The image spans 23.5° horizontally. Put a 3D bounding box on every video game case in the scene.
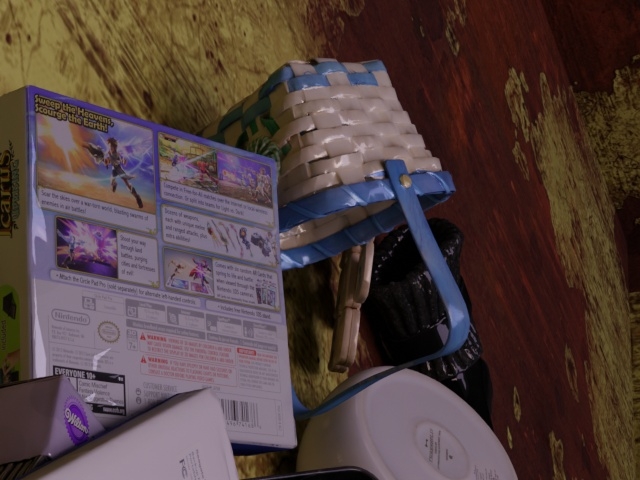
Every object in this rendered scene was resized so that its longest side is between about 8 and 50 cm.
[{"bbox_3d":[-0.135,0.033,1.166,0.269,0.061,0.244,15,66,-48],"label":"video game case"}]

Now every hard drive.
[{"bbox_3d":[-0.109,0.224,0.959,0.319,0.040,0.210,-18,95,-74],"label":"hard drive"}]

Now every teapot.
[{"bbox_3d":[0.065,0.261,1.552,0.256,0.187,0.252,-7,56,-53],"label":"teapot"}]

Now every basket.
[{"bbox_3d":[0.000,0.000,1.394,0.201,0.255,0.289,-15,78,-44],"label":"basket"}]

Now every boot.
[{"bbox_3d":[0.133,0.157,1.838,0.348,0.131,0.260,-88,167,-58],"label":"boot"}]

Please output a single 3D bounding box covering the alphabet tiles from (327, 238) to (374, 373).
[{"bbox_3d":[0.037,-0.005,1.632,0.278,0.021,0.284,112,-15,-80],"label":"alphabet tiles"}]

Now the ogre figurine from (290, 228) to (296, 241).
[{"bbox_3d":[-0.021,-0.064,1.601,0.197,0.097,0.118,-25,123,-54],"label":"ogre figurine"}]

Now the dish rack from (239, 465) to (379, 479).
[{"bbox_3d":[0.002,0.310,1.209,0.208,0.074,0.271,-3,44,-33],"label":"dish rack"}]

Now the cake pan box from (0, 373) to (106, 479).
[{"bbox_3d":[-0.155,0.253,0.974,0.245,0.070,0.267,-89,159,-48],"label":"cake pan box"}]
